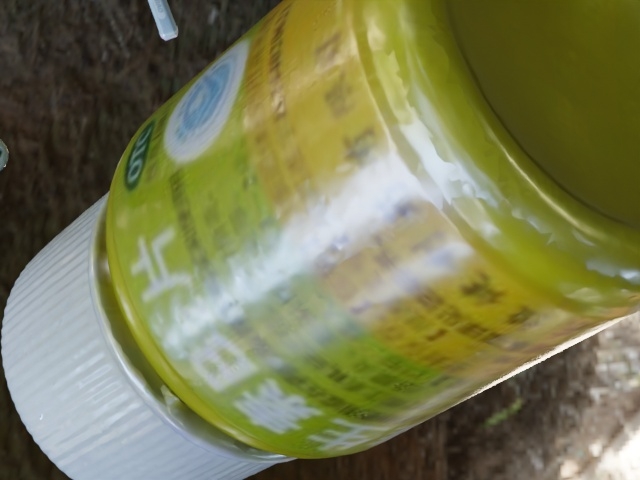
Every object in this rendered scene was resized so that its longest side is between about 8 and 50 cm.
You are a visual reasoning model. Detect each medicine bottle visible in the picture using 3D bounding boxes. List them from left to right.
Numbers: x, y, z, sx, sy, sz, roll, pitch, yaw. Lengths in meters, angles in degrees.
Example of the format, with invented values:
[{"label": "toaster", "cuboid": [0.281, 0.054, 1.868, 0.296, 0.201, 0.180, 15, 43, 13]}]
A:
[{"label": "medicine bottle", "cuboid": [0.000, 0.000, 0.795, 0.224, 0.224, 0.384, 32, 137, -25]}]

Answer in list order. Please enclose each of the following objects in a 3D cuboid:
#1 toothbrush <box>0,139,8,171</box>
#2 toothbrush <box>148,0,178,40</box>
[{"label": "toothbrush", "cuboid": [-0.262, -0.119, 0.691, 0.030, 0.030, 0.304, -29, 129, 28]}, {"label": "toothbrush", "cuboid": [-0.239, -0.398, 1.829, 0.025, 0.030, 0.342, -18, 126, 0]}]
